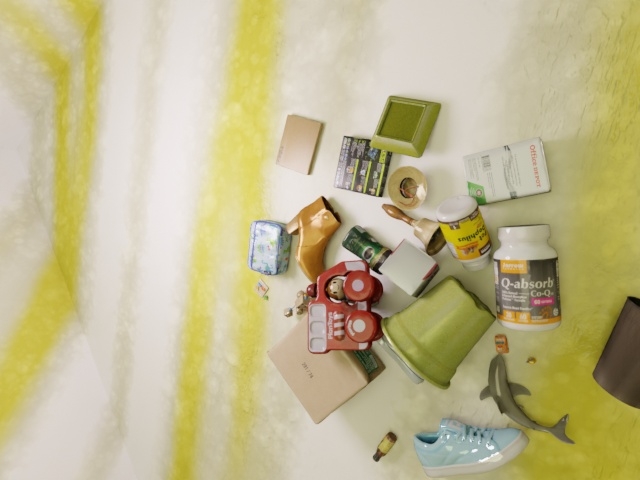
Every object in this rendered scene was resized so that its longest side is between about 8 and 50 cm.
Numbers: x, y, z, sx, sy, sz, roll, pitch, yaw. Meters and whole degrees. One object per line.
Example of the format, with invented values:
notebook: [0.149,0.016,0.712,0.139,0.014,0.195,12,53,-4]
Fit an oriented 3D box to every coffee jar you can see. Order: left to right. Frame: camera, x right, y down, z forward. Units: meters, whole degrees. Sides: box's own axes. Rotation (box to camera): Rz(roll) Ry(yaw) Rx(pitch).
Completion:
coffee jar: [0.170,0.034,1.396,0.184,0.079,0.096,41,110,23]

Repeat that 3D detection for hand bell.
hand bell: [0.295,-0.064,1.314,0.242,0.126,0.126,38,113,37]

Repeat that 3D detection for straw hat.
straw hat: [0.292,-0.172,1.313,0.145,0.061,0.144,7,103,32]

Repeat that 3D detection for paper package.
paper package: [0.015,0.442,1.480,0.324,0.168,0.309,51,117,19]

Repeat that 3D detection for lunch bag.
lunch bag: [-0.213,0.028,1.631,0.176,0.090,0.218,14,101,33]

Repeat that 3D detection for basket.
basket: [0.804,0.287,0.990,0.204,0.154,0.226,32,114,28]

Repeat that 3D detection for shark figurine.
shark figurine: [0.571,0.497,1.173,0.278,0.116,0.166,46,117,22]

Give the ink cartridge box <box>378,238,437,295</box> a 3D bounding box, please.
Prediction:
ink cartridge box: [0.284,0.091,1.259,0.127,0.176,0.128,39,94,20]

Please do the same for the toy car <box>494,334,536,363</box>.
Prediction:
toy car: [0.578,0.324,1.193,0.122,0.041,0.060,11,100,31]

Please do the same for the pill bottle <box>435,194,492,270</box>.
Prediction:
pill bottle: [0.425,-0.017,1.171,0.117,0.117,0.214,-14,120,32]

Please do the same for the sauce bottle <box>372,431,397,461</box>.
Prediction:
sauce bottle: [0.229,0.748,1.447,0.042,0.042,0.128,38,111,23]

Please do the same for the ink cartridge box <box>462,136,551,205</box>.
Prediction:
ink cartridge box: [0.532,-0.190,1.146,0.209,0.087,0.152,-9,89,33]

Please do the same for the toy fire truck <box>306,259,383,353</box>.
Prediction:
toy fire truck: [0.071,0.218,1.321,0.254,0.169,0.301,-6,77,18]

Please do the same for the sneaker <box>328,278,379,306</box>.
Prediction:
sneaker: [0.106,0.197,1.444,0.226,0.093,0.087,6,96,30]

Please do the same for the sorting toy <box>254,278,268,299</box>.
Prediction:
sorting toy: [-0.247,0.214,1.711,0.083,0.012,0.062,45,115,21]

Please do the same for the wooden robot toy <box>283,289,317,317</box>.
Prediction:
wooden robot toy: [-0.073,0.239,1.590,0.173,0.076,0.079,-39,39,28]

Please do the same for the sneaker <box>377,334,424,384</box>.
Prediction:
sneaker: [0.275,0.360,1.367,0.091,0.094,0.258,-46,76,10]

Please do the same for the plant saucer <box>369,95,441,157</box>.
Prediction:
plant saucer: [0.265,-0.378,1.293,0.188,0.045,0.188,21,91,29]

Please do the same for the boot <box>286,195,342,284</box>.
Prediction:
boot: [0.000,-0.001,1.485,0.211,0.104,0.295,-34,73,30]

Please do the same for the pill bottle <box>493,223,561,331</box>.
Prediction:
pill bottle: [0.566,0.097,1.108,0.162,0.162,0.278,-4,93,32]

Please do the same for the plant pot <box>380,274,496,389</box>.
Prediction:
plant pot: [0.369,0.252,1.209,0.276,0.276,0.254,45,104,20]

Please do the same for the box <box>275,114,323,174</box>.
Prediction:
box: [-0.085,-0.370,1.552,0.165,0.021,0.201,24,106,28]

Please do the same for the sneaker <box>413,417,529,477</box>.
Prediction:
sneaker: [0.445,0.626,1.249,0.366,0.135,0.150,-34,80,29]

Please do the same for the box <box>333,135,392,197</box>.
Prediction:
box: [0.148,-0.260,1.405,0.184,0.045,0.190,16,102,27]
